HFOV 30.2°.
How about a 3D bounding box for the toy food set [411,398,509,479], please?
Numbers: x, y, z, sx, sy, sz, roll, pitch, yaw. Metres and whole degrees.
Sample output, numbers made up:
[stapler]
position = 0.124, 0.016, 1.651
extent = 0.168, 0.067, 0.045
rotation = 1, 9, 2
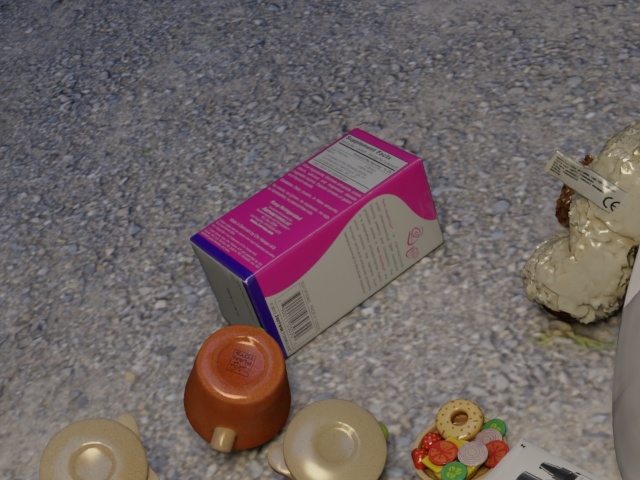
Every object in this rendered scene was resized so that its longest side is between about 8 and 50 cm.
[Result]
[toy food set]
position = 0.116, 0.172, 0.986
extent = 0.083, 0.020, 0.083
rotation = -36, 40, -22

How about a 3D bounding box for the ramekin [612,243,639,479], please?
[ramekin]
position = 0.310, 0.062, 0.848
extent = 0.127, 0.272, 0.272
rotation = 11, 42, 1

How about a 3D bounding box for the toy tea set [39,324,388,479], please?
[toy tea set]
position = -0.114, 0.215, 0.990
extent = 0.336, 0.124, 0.200
rotation = -32, 68, -22

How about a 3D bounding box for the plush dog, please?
[plush dog]
position = 0.312, -0.053, 1.069
extent = 0.263, 0.210, 0.225
rotation = -5, 16, 18

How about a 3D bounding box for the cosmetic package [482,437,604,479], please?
[cosmetic package]
position = 0.114, 0.255, 0.851
extent = 0.099, 0.060, 0.239
rotation = 22, 53, 42

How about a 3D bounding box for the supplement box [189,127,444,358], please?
[supplement box]
position = 0.000, 0.000, 1.177
extent = 0.220, 0.111, 0.114
rotation = -34, 39, -20
